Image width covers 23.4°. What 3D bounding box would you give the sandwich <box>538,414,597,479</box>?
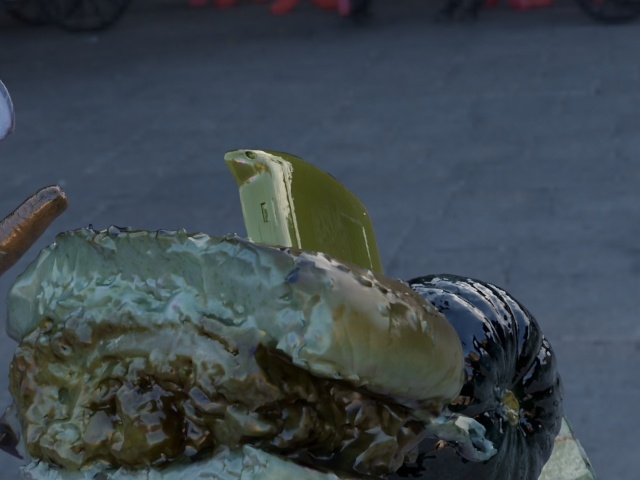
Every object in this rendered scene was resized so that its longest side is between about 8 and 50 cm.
[{"bbox_3d":[0.176,0.301,1.804,0.198,0.155,0.227,-36,-19,36],"label":"sandwich"}]

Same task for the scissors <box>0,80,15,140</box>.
[{"bbox_3d":[-0.237,-0.142,0.982,0.100,0.189,0.015,7,-15,-12],"label":"scissors"}]

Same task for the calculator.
[{"bbox_3d":[0.000,0.000,1.375,0.033,0.157,0.236,-23,-23,25],"label":"calculator"}]

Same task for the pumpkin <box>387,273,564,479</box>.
[{"bbox_3d":[0.107,0.136,1.324,0.162,0.220,0.220,2,15,43],"label":"pumpkin"}]

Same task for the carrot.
[{"bbox_3d":[-0.403,-0.006,2.029,0.186,0.060,0.060,-40,11,12],"label":"carrot"}]

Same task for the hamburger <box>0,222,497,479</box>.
[{"bbox_3d":[-0.051,0.117,1.050,0.318,0.195,0.277,1,-16,38],"label":"hamburger"}]
